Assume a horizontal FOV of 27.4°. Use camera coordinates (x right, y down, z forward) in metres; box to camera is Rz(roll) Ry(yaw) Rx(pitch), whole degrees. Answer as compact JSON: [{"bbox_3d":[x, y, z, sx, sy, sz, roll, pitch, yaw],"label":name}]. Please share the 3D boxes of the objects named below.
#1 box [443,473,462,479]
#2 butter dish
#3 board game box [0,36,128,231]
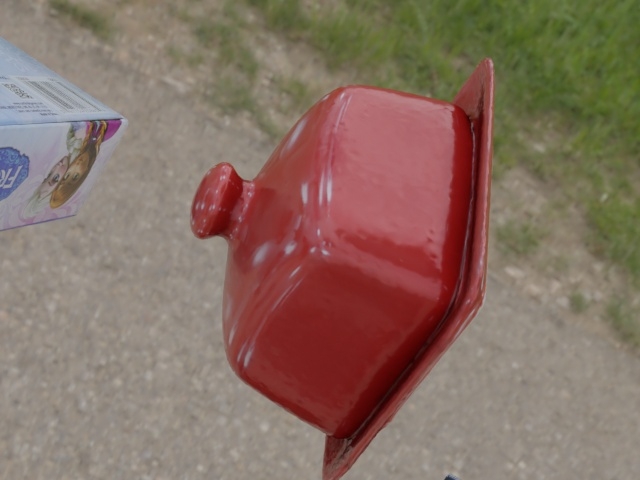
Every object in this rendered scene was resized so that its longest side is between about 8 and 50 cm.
[{"bbox_3d":[0.132,0.307,1.084,0.156,0.093,0.158,45,73,-35],"label":"box"},{"bbox_3d":[0.000,0.000,0.582,0.118,0.160,0.160,20,46,-11],"label":"butter dish"},{"bbox_3d":[-0.281,-0.104,0.551,0.318,0.066,0.319,34,13,10],"label":"board game box"}]
